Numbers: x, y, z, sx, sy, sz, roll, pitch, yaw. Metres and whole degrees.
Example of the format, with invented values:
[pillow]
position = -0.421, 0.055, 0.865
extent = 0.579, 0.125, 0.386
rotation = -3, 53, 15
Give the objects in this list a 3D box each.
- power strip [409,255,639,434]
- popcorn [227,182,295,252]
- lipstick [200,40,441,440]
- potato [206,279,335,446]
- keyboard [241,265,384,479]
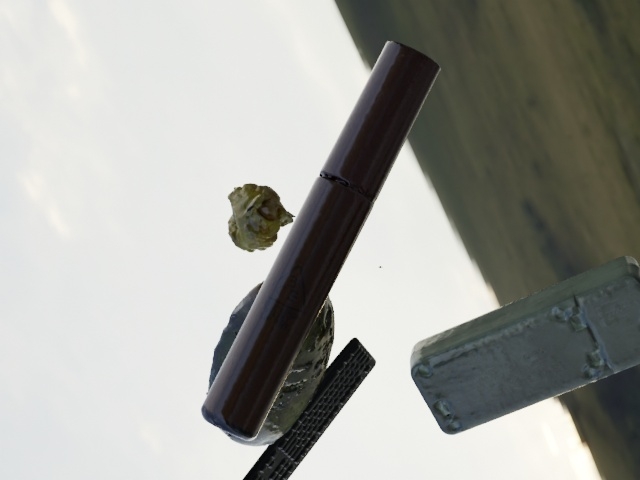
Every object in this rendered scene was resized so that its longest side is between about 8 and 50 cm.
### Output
[power strip]
position = 0.228, 0.091, 1.390
extent = 0.093, 0.288, 0.053
rotation = 62, -165, -18
[popcorn]
position = -0.067, -0.029, 1.767
extent = 0.084, 0.084, 0.084
rotation = 58, -164, -29
[lipstick]
position = 0.000, 0.000, 1.253
extent = 0.057, 0.356, 0.057
rotation = 27, 175, 3
[potato]
position = -0.040, 0.118, 1.342
extent = 0.119, 0.198, 0.054
rotation = 6, -147, -37
[keyboard]
position = 0.007, 0.209, 2.001
extent = 0.041, 0.381, 0.103
rotation = 26, 166, 29
